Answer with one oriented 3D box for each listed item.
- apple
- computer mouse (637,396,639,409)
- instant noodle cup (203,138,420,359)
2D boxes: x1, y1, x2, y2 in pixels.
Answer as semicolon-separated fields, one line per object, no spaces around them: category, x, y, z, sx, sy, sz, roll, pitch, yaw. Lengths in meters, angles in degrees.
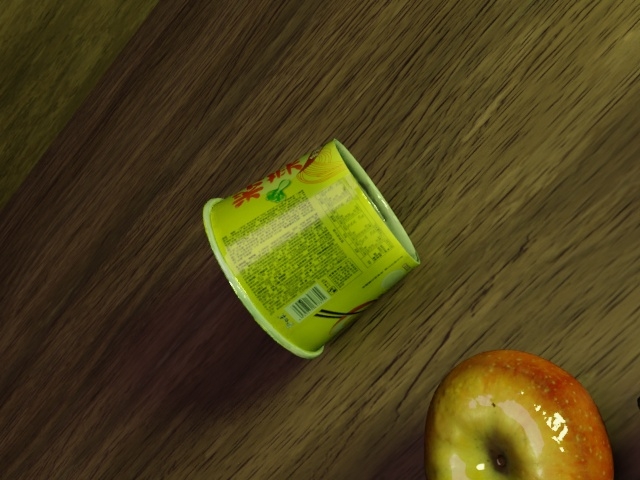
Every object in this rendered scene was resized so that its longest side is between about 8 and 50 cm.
apple;0.224;0.246;0.728;0.210;0.173;0.235;13;86;41
computer mouse;0.454;0.120;0.574;0.323;0.183;0.116;-36;19;25
instant noodle cup;0.000;0.000;0.996;0.221;0.311;0.311;-33;48;11
